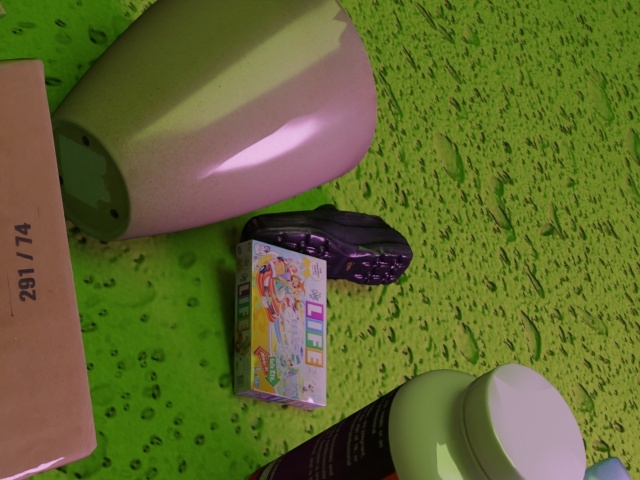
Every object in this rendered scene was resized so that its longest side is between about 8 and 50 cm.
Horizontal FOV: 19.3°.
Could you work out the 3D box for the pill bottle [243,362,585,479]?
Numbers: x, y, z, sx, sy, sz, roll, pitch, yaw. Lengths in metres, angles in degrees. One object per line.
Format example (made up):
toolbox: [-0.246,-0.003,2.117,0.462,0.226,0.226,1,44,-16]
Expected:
pill bottle: [0.074,0.232,1.675,0.181,0.323,0.182,29,43,-32]

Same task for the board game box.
board game box: [-0.039,0.085,1.882,0.103,0.026,0.154,16,66,-42]

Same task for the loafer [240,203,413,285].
loafer: [0.000,0.000,1.995,0.223,0.076,0.078,7,38,-41]

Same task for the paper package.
paper package: [-0.336,0.043,1.397,0.309,0.168,0.325,-16,99,-53]

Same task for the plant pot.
plant pot: [-0.131,-0.117,1.813,0.274,0.256,0.256,-34,90,-37]

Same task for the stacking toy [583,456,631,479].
stacking toy: [0.161,0.325,1.764,0.279,0.309,0.130,-21,65,-41]

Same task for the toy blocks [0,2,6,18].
toy blocks: [-0.283,-0.386,1.782,0.309,0.288,0.260,-9,63,-54]
